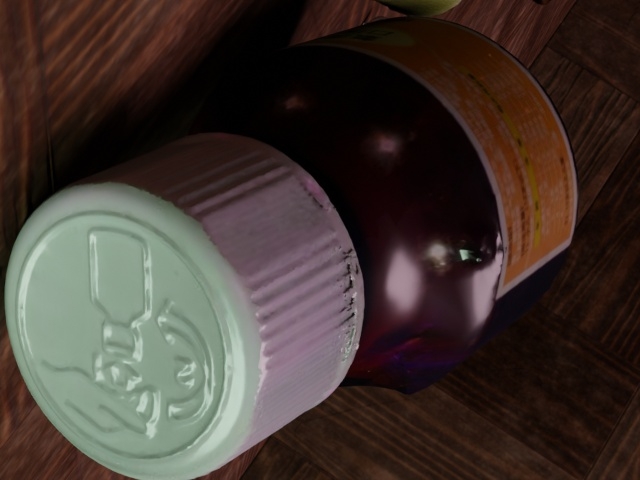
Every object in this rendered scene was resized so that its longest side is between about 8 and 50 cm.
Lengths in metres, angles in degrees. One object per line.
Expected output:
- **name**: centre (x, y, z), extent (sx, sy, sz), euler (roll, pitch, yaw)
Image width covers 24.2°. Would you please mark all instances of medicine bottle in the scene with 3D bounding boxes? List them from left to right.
- **medicine bottle**: centre (0.000, 0.000, 0.911), extent (0.242, 0.242, 0.395), euler (-61, 166, 27)

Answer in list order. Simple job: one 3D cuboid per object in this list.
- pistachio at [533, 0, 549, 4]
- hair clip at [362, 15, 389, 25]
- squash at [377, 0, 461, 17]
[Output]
- **pistachio**: centre (0.159, -0.273, 1.256), extent (0.210, 0.130, 0.165), euler (54, 29, -81)
- **hair clip**: centre (0.016, -0.108, 1.322), extent (0.072, 0.034, 0.226), euler (-52, 171, -40)
- **squash**: centre (0.030, -0.182, 0.944), extent (0.094, 0.094, 0.224), euler (-60, 166, 21)
